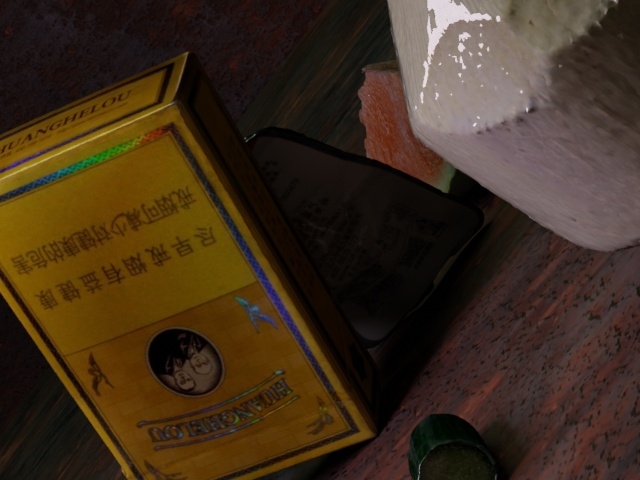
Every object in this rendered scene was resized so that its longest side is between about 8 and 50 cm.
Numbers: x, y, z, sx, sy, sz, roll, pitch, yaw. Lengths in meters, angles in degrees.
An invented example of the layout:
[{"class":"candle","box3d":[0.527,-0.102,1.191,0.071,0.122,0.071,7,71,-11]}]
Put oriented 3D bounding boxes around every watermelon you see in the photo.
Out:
[{"class":"watermelon","box3d":[0.129,-0.107,1.510,0.146,0.128,0.231,-25,15,-17]}]

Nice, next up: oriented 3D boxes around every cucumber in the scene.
[{"class":"cucumber","box3d":[0.073,0.126,1.076,0.048,0.048,0.105,-53,10,5]}]

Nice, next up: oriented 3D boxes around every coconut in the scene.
[{"class":"coconut","box3d":[0.145,-0.131,0.973,0.237,0.266,0.237,-45,19,21]}]

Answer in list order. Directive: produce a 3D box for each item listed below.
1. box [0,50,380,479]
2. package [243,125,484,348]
[{"class":"box","box3d":[-0.106,0.039,1.310,0.192,0.301,0.084,-21,28,18]},{"class":"package","box3d":[0.000,0.000,1.392,0.166,0.232,0.040,-54,36,26]}]
